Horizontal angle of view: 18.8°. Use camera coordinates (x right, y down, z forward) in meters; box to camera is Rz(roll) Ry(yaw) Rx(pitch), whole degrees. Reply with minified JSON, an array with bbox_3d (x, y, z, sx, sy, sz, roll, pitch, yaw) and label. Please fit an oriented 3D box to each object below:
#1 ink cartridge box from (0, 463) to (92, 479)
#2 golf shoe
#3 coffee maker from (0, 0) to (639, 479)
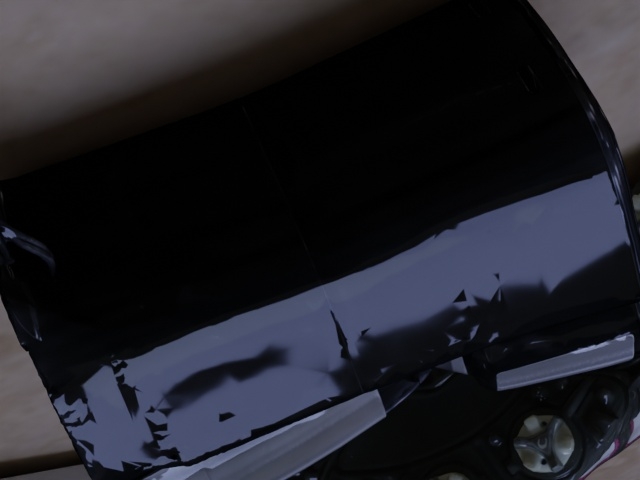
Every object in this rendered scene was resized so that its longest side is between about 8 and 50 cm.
[{"bbox_3d":[-0.088,0.196,0.853,0.306,0.131,0.226,-8,150,-32],"label":"ink cartridge box"},{"bbox_3d":[0.103,0.053,0.783,0.273,0.105,0.120,-29,160,10],"label":"golf shoe"},{"bbox_3d":[0.000,0.000,0.577,0.178,0.120,0.171,-24,153,-2],"label":"coffee maker"}]
